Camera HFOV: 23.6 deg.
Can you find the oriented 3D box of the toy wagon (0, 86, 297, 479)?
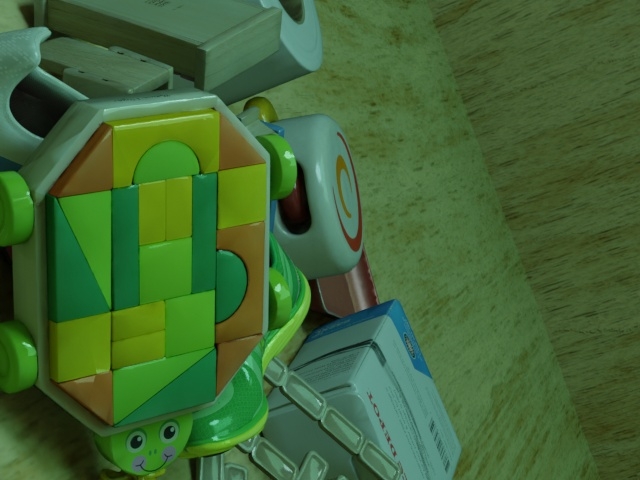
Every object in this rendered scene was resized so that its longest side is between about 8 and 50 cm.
[{"bbox_3d":[-0.137,0.053,1.235,0.267,0.068,0.344,-11,111,-37],"label":"toy wagon"}]

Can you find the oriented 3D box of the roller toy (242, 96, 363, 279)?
[{"bbox_3d":[-0.040,-0.048,1.801,0.191,0.146,0.209,-85,161,-46],"label":"roller toy"}]

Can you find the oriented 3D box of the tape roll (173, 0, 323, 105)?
[{"bbox_3d":[-0.121,-0.281,1.776,0.246,0.169,0.246,-19,90,-74],"label":"tape roll"}]

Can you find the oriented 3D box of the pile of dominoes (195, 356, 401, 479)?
[{"bbox_3d":[-0.030,0.248,1.561,0.251,0.040,0.196,43,47,-18],"label":"pile of dominoes"}]

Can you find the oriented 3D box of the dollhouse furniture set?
[{"bbox_3d":[-0.191,-0.081,1.505,0.286,0.198,0.303,-38,141,-51],"label":"dollhouse furniture set"}]

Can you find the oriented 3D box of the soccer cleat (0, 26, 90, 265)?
[{"bbox_3d":[-0.202,-0.035,1.268,0.116,0.143,0.331,-92,156,-47],"label":"soccer cleat"}]

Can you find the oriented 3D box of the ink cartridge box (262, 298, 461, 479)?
[{"bbox_3d":[0.053,0.230,1.810,0.307,0.129,0.223,-51,120,-70],"label":"ink cartridge box"}]

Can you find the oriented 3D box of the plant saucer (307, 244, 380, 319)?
[{"bbox_3d":[0.000,0.000,2.057,0.258,0.047,0.259,28,44,-67],"label":"plant saucer"}]

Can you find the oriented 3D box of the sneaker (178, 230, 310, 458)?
[{"bbox_3d":[-0.097,0.095,1.467,0.295,0.109,0.123,-69,142,-51],"label":"sneaker"}]
